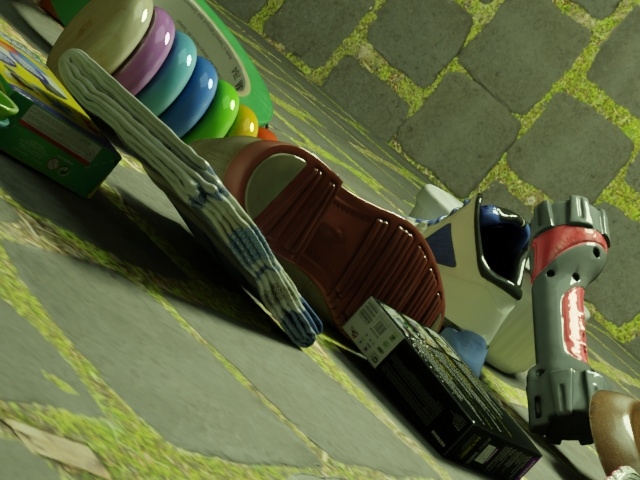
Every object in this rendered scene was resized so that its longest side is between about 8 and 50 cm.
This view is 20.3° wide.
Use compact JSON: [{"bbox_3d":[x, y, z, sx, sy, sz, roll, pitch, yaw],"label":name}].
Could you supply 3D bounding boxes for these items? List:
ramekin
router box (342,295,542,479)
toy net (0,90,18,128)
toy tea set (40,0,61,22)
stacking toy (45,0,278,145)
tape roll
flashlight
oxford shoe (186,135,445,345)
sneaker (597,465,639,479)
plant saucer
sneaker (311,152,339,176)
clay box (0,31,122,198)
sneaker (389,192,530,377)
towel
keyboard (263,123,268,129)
[{"bbox_3d":[0.203,0.057,2.296,0.273,0.127,0.273,38,8,-6],"label":"ramekin"},{"bbox_3d":[0.113,0.140,1.655,0.133,0.046,0.179,29,17,-50],"label":"router box"},{"bbox_3d":[-0.314,-0.125,1.279,0.122,0.045,0.232,41,8,18],"label":"toy net"},{"bbox_3d":[-0.381,-0.385,2.181,0.200,0.124,0.336,43,9,29],"label":"toy tea set"},{"bbox_3d":[-0.126,-0.114,1.858,0.330,0.141,0.141,43,5,-27],"label":"stacking toy"},{"bbox_3d":[-0.192,-0.240,2.141,0.321,0.077,0.321,44,17,-17],"label":"tape roll"},{"bbox_3d":[0.297,0.093,2.084,0.103,0.103,0.304,33,42,-35],"label":"flashlight"},{"bbox_3d":[0.000,0.000,1.709,0.130,0.123,0.348,24,-17,46],"label":"oxford shoe"},{"bbox_3d":[0.297,0.269,1.744,0.075,0.063,0.170,40,13,17],"label":"sneaker"},{"bbox_3d":[0.359,0.246,1.944,0.198,0.036,0.198,45,27,-31],"label":"plant saucer"},{"bbox_3d":[0.005,-0.093,2.584,0.069,0.038,0.098,38,8,5],"label":"sneaker"},{"bbox_3d":[-0.266,-0.131,1.500,0.127,0.053,0.222,33,11,-44],"label":"clay box"},{"bbox_3d":[0.145,0.018,2.050,0.127,0.182,0.315,34,9,-38],"label":"sneaker"},{"bbox_3d":[-0.106,-0.030,1.489,0.209,0.034,0.285,42,-8,33],"label":"towel"},{"bbox_3d":[-0.152,-0.191,2.465,0.317,0.033,0.201,40,14,8],"label":"keyboard"}]
